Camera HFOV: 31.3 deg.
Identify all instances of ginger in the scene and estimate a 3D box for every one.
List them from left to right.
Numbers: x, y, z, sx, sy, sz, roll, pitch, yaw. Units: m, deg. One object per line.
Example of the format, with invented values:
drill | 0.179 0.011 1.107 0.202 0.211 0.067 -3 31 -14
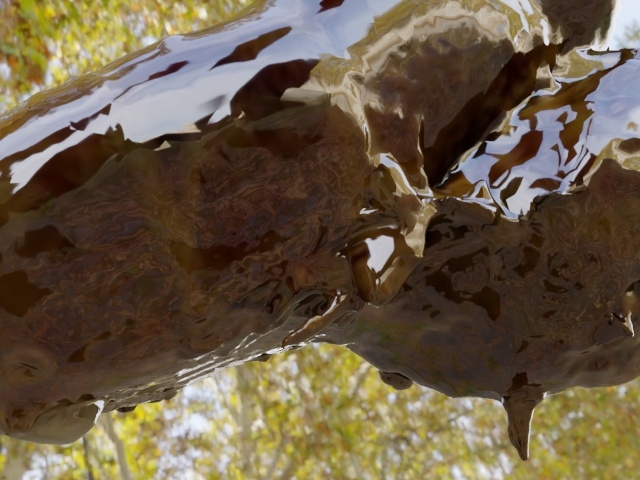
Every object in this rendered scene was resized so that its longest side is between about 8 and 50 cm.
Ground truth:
ginger | 0.000 0.000 0.523 0.418 0.254 0.176 -21 -17 -14
